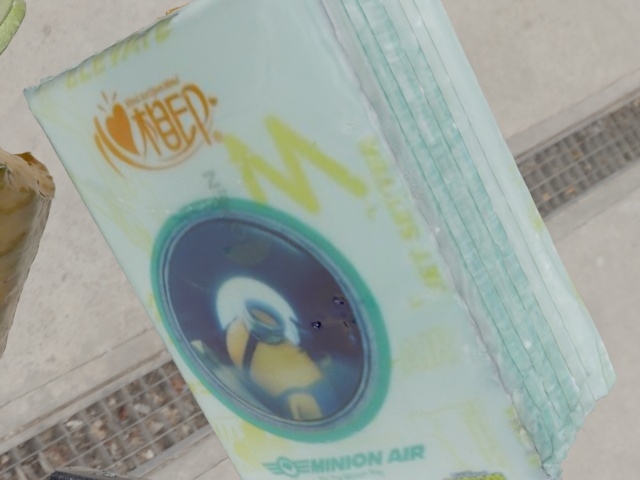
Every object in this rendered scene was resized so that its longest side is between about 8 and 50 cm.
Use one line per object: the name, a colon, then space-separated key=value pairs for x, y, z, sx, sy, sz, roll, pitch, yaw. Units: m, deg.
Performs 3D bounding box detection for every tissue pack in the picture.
tissue pack: x=0.000 y=0.000 z=0.713 sx=0.162 sy=0.287 sz=0.388 roll=-44 pitch=111 yaw=-49

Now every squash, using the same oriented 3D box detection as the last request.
squash: x=-0.568 y=-0.325 z=1.621 sx=0.041 sy=0.219 sz=0.219 roll=38 pitch=54 yaw=-34

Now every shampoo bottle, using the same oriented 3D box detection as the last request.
shampoo bottle: x=-0.276 y=0.416 z=1.559 sx=0.309 sy=0.098 sz=0.071 roll=7 pitch=79 yaw=19

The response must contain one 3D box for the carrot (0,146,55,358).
carrot: x=-0.404 y=0.006 z=0.964 sx=0.241 sy=0.341 sz=0.241 roll=18 pitch=29 yaw=-11
